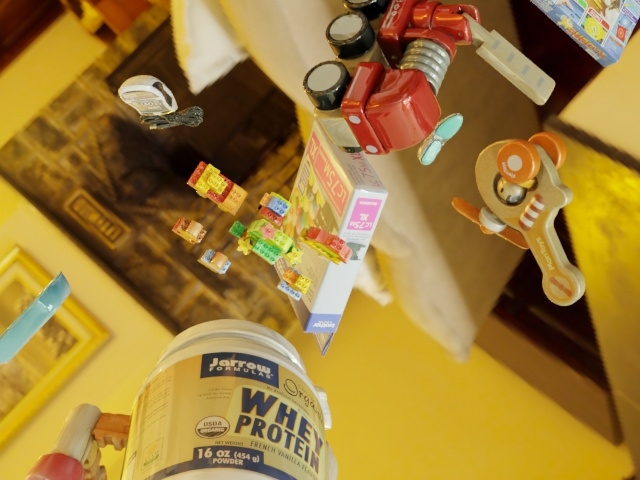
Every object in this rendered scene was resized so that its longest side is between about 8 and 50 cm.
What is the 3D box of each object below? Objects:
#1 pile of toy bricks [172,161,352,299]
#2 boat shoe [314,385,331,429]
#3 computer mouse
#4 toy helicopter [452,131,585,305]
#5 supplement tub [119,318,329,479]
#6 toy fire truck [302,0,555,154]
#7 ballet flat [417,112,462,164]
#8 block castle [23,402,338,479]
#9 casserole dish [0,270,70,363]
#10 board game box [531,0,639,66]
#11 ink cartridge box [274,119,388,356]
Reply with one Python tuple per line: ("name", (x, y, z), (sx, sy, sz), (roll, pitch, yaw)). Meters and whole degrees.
("pile of toy bricks", (-0.067, -0.004, 1.229), (0.212, 0.118, 0.105), (34, 165, -15))
("boat shoe", (-0.110, 0.355, 1.902), (0.098, 0.277, 0.096), (34, -144, -63))
("computer mouse", (-0.267, -0.230, 1.691), (0.106, 0.042, 0.193), (-3, 166, 10))
("toy helicopter", (0.414, -0.030, 2.086), (0.235, 0.140, 0.355), (-28, 85, 41))
("supplement tub", (-0.106, 0.253, 1.158), (0.228, 0.228, 0.316), (47, -162, -25))
("toy fire truck", (0.139, -0.200, 1.269), (0.246, 0.217, 0.158), (6, 150, 30))
("ballet flat", (0.214, -0.192, 1.898), (0.041, 0.114, 0.041), (33, -162, -12))
("block castle", (-0.196, 0.438, 1.560), (0.453, 0.212, 0.303), (7, 132, 9))
("casserole dish", (-0.452, 0.125, 1.619), (0.037, 0.188, 0.114), (43, -163, -11))
("board game box", (0.414, -0.388, 1.634), (0.201, 0.136, 0.035), (37, 158, -18))
("ink cartridge box", (0.000, 0.000, 1.543), (0.185, 0.065, 0.311), (-116, 34, -47))
